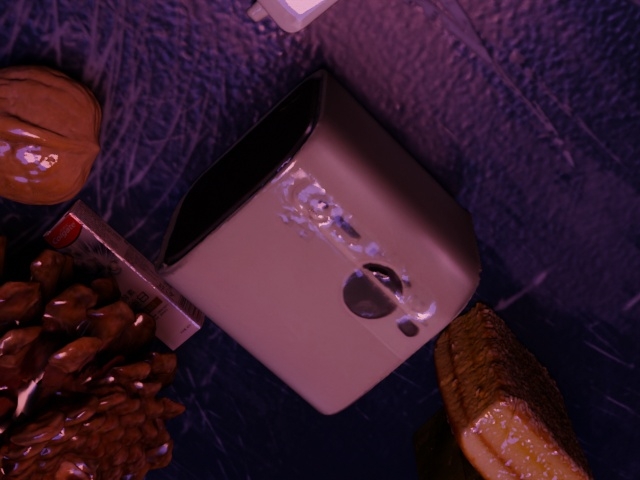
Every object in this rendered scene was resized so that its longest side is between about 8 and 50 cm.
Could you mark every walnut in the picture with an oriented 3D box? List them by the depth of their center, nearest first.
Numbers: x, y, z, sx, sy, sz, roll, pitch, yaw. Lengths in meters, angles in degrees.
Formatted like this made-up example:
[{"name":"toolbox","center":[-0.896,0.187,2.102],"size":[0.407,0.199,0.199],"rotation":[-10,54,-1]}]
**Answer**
[{"name":"walnut","center":[-0.324,-0.119,1.239],"size":[0.166,0.149,0.167],"rotation":[0,88,4]}]

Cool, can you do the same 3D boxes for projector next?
[{"name":"projector","center":[0.000,0.000,1.225],"size":[0.248,0.248,0.249],"rotation":[-41,109,20]}]

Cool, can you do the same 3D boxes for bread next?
[{"name":"bread","center":[0.221,0.210,1.331],"size":[0.110,0.234,0.184],"rotation":[-37,109,16]}]

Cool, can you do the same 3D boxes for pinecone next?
[{"name":"pinecone","center":[-0.361,0.154,1.272],"size":[0.384,0.384,0.384],"rotation":[1,117,1]}]

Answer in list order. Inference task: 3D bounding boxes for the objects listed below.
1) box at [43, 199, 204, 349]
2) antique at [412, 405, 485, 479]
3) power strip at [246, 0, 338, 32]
[{"name":"box","center":[-0.237,0.043,1.371],"size":[0.055,0.039,0.218],"rotation":[-40,108,21]},{"name":"antique","center":[0.174,0.303,1.386],"size":[0.080,0.221,0.081],"rotation":[37,111,-16]},{"name":"power strip","center":[0.071,-0.349,1.154],"size":[0.385,0.062,0.091],"rotation":[-37,107,17]}]
